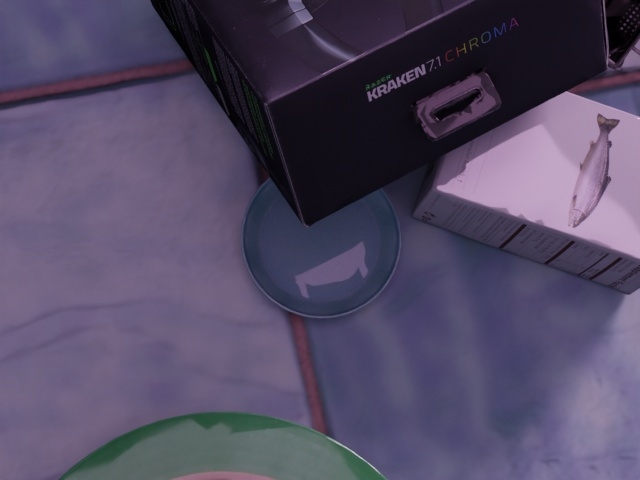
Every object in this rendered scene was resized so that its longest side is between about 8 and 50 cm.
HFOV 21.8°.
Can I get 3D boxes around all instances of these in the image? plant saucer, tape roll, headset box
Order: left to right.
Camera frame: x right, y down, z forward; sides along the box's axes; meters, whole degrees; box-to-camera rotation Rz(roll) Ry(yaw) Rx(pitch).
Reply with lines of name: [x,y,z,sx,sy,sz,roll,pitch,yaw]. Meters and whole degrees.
tape roll: [-0.068,0.281,1.156,0.321,0.077,0.321,1,80,-4]
plant saucer: [0.000,0.000,1.236,0.119,0.021,0.119,1,80,-4]
headset box: [0.030,-0.178,1.148,0.246,0.131,0.283,-28,52,-9]

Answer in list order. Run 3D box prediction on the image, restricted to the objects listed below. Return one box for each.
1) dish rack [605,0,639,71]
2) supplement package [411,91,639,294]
dish rack: [0.358,-0.154,1.231,0.271,0.074,0.208,38,108,1]
supplement package: [0.172,-0.044,1.216,0.179,0.105,0.105,18,77,-2]
